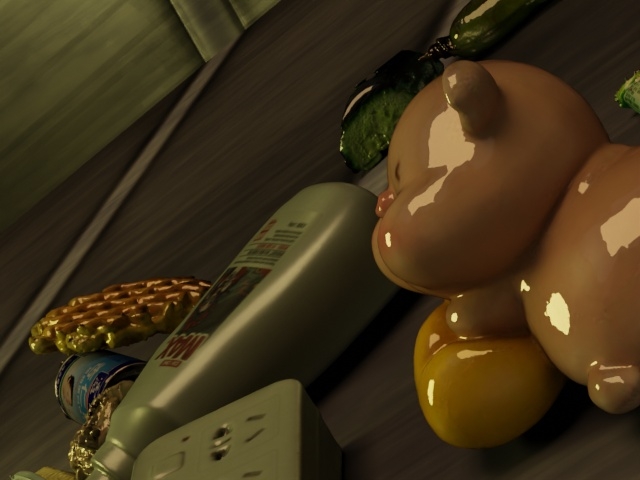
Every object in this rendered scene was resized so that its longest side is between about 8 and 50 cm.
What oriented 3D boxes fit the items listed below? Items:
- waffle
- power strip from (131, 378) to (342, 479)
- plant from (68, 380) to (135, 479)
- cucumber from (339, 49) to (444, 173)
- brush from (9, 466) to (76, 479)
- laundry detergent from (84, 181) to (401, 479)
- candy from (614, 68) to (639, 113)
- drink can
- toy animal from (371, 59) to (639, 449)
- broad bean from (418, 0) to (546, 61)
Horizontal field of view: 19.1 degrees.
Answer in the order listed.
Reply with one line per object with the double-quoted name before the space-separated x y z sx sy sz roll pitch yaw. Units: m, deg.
"waffle" -0.228 0.093 2.234 0.243 0.059 0.238 -15 9 -18
"power strip" -0.103 0.255 1.561 0.261 0.141 0.229 -26 19 10
"plant" -0.193 0.209 1.957 0.104 0.122 0.116 -68 -4 -51
"cucumber" 0.085 -0.174 2.326 0.115 0.086 0.193 -37 9 32
"brush" -0.257 0.277 2.007 0.060 0.068 0.297 -25 12 -22
"laundry detergent" -0.091 0.123 1.851 0.398 0.125 0.264 -48 15 -15
"candy" 0.319 -0.135 1.668 0.102 0.032 0.178 -45 15 7
"drink can" -0.229 0.173 2.130 0.097 0.097 0.235 -47 16 -14
"toy animal" 0.133 -0.006 1.364 0.277 0.247 0.345 -46 15 -5
"broad bean" 0.255 -0.311 2.275 0.339 0.061 0.077 -38 23 23
